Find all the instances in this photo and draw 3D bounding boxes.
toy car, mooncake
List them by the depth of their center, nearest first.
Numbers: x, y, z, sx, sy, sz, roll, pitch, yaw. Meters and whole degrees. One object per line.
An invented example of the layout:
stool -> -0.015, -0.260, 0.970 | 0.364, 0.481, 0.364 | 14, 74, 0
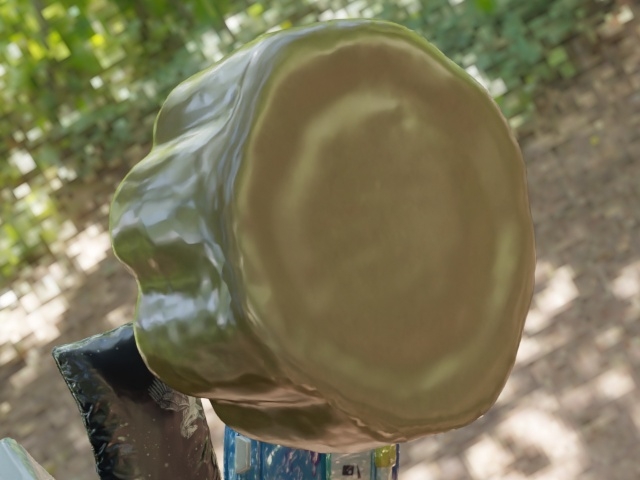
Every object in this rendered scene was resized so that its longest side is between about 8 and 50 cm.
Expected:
mooncake -> 0.000, 0.000, 1.670 | 0.201, 0.378, 0.378 | -15, 22, 50
toy car -> -0.001, 0.237, 2.126 | 0.166, 0.198, 0.314 | -2, -6, 21

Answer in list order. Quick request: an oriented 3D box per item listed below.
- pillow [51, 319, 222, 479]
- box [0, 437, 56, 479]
pillow -> -0.170, 0.180, 1.879 | 0.141, 0.208, 0.055 | -20, 9, -27
box -> -0.275, 0.304, 1.819 | 0.130, 0.227, 0.162 | -39, 44, -5
